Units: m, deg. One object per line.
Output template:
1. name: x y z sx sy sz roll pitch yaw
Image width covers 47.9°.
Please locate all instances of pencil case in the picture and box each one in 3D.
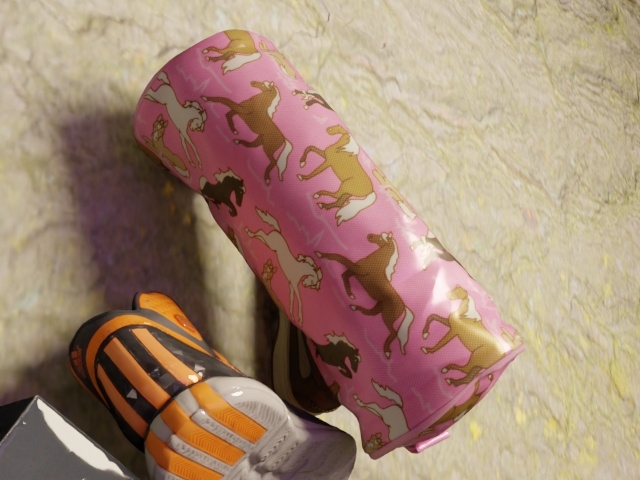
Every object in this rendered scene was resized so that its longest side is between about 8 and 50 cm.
1. pencil case: 0.000 0.000 0.620 0.386 0.160 0.167 51 0 17

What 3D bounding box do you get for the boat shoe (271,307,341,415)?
1. boat shoe: 0.003 0.047 0.746 0.095 0.095 0.257 9 68 -44

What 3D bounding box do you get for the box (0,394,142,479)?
1. box: -0.180 0.188 0.449 0.156 0.158 0.093 49 45 -22

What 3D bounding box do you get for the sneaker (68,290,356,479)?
1. sneaker: -0.084 0.137 0.597 0.125 0.180 0.321 -43 145 -13
